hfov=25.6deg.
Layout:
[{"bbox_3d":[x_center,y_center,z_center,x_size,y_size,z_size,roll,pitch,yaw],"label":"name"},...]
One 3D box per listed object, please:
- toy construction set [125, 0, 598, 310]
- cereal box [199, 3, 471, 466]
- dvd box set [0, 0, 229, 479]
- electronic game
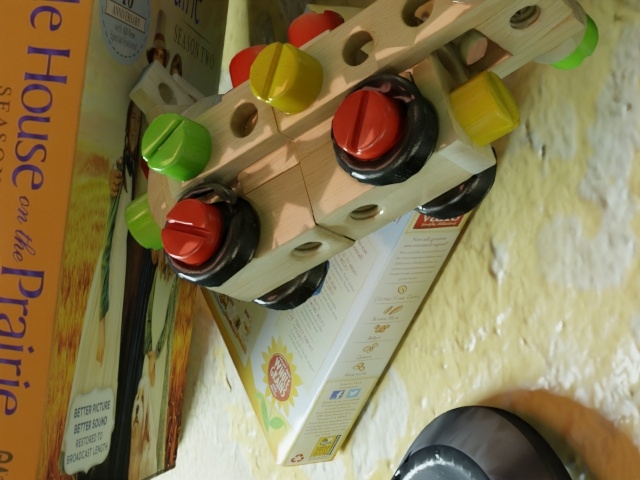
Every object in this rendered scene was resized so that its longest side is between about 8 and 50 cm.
[{"bbox_3d":[-0.001,-0.091,0.691,0.328,0.151,0.215,-39,54,39],"label":"toy construction set"},{"bbox_3d":[0.000,0.000,0.868,0.173,0.047,0.240,64,142,37],"label":"cereal box"},{"bbox_3d":[-0.127,-0.053,0.866,0.307,0.062,0.420,22,-105,-82],"label":"dvd box set"},{"bbox_3d":[0.080,0.201,0.730,0.229,0.048,0.229,-175,90,-67],"label":"electronic game"}]
